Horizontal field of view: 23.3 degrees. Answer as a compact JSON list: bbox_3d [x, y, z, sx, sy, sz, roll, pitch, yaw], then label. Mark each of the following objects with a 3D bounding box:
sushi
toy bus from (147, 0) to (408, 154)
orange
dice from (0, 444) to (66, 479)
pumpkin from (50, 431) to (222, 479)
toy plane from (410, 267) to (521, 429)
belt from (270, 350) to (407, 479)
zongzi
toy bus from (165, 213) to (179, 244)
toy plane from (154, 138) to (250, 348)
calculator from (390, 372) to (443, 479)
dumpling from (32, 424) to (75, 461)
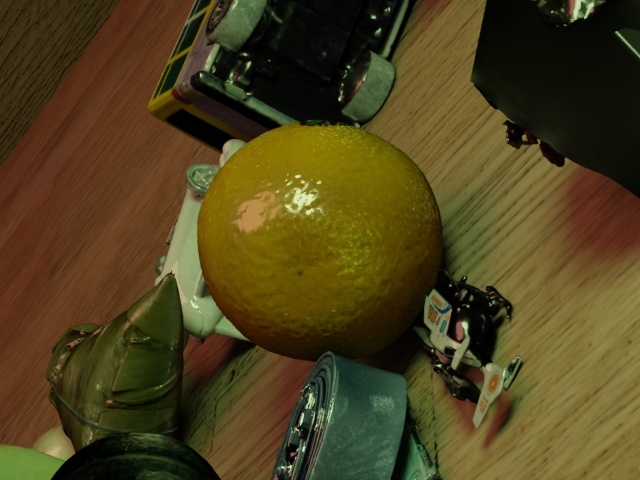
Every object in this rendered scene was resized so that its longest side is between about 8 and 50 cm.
[{"bbox_3d":[0.201,-0.121,1.130,0.150,0.172,0.153,-55,-24,-73],"label":"sushi"},{"bbox_3d":[-0.012,-0.309,1.825,0.249,0.209,0.439,-16,50,64],"label":"toy bus"},{"bbox_3d":[0.000,0.000,1.366,0.236,0.236,0.236,-48,24,29],"label":"orange"},{"bbox_3d":[-0.335,0.376,1.609,0.250,0.254,0.252,-38,29,41],"label":"dice"},{"bbox_3d":[-0.186,0.298,1.434,0.250,0.216,0.249,-179,90,-89],"label":"pumpkin"},{"bbox_3d":[0.117,0.079,1.238,0.078,0.053,0.197,-65,18,13],"label":"toy plane"},{"bbox_3d":[0.004,0.189,1.264,0.141,0.082,0.190,-164,93,-80],"label":"belt"},{"bbox_3d":[-0.223,0.113,1.735,0.251,0.125,0.274,-134,50,-56],"label":"zongzi"},{"bbox_3d":[-0.153,-0.018,1.990,0.102,0.052,0.058,-27,39,59],"label":"toy bus"},{"bbox_3d":[-0.121,0.012,1.776,0.267,0.123,0.266,-165,90,-80],"label":"toy plane"},{"bbox_3d":[0.065,0.169,1.276,0.057,0.018,0.172,-55,22,15],"label":"calculator"},{"bbox_3d":[-0.283,0.262,1.895,0.134,0.099,0.169,-27,-8,-17],"label":"dumpling"}]
